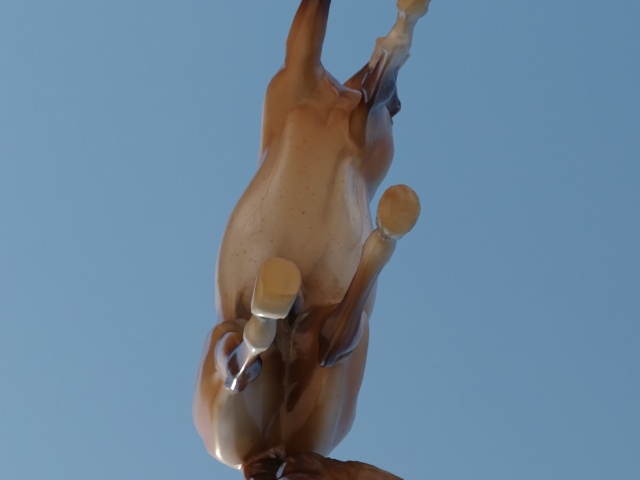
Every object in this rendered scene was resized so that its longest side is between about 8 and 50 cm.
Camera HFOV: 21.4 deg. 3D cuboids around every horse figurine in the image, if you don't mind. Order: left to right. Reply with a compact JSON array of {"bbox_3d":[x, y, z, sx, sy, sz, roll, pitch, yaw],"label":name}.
[{"bbox_3d":[0.000,0.000,0.576,0.066,0.174,0.263,11,-124,-5],"label":"horse figurine"}]
